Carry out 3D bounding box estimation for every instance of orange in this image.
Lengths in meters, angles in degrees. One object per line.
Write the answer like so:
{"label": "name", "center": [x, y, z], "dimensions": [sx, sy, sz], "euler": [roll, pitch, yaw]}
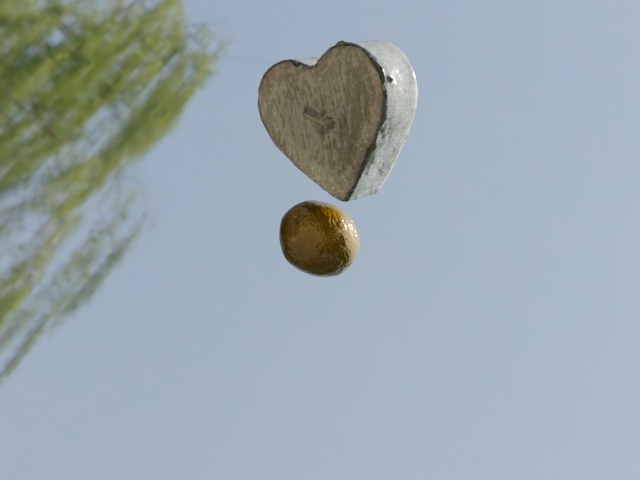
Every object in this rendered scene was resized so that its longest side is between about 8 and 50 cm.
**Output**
{"label": "orange", "center": [0.000, 0.000, 1.845], "dimensions": [0.085, 0.085, 0.095], "euler": [-12, -39, 42]}

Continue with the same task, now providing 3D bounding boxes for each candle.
{"label": "candle", "center": [0.023, -0.126, 1.802], "dimensions": [0.192, 0.068, 0.168], "euler": [-7, -83, 45]}
